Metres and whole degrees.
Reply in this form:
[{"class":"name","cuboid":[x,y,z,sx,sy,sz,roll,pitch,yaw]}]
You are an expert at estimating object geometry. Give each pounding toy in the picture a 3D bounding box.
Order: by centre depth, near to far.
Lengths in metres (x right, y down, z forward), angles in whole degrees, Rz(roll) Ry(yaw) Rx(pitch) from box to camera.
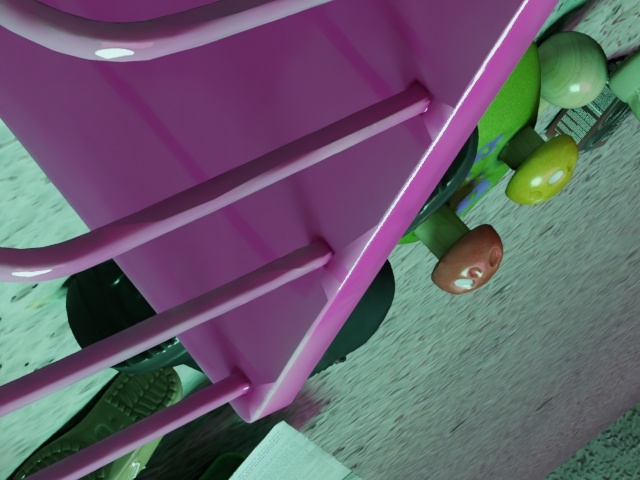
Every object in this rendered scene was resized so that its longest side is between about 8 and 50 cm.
[{"class":"pounding toy","cuboid":[0.109,-0.043,1.177,0.183,0.110,0.237,-51,162,27]}]

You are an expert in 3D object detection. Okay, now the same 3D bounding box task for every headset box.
[{"class":"headset box","cuboid":[0.217,-0.102,1.431,0.062,0.032,0.083,-20,151,-54]}]

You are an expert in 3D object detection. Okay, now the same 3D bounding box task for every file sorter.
[{"class":"file sorter","cuboid":[-0.077,-0.081,0.466,0.182,0.202,0.290,-24,156,-42]}]

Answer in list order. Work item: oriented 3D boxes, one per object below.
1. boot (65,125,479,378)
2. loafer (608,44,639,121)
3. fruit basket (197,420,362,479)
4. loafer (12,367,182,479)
[{"class":"boot","cuboid":[0.000,0.000,1.016,0.246,0.094,0.207,-34,164,15]},{"class":"loafer","cuboid":[0.266,-0.117,1.120,0.102,0.092,0.268,-37,177,-13]},{"class":"fruit basket","cuboid":[-0.112,0.273,1.389,0.327,0.165,0.353,-48,158,-3]},{"class":"loafer","cuboid":[-0.137,0.138,1.147,0.148,0.056,0.050,-43,158,1]}]
